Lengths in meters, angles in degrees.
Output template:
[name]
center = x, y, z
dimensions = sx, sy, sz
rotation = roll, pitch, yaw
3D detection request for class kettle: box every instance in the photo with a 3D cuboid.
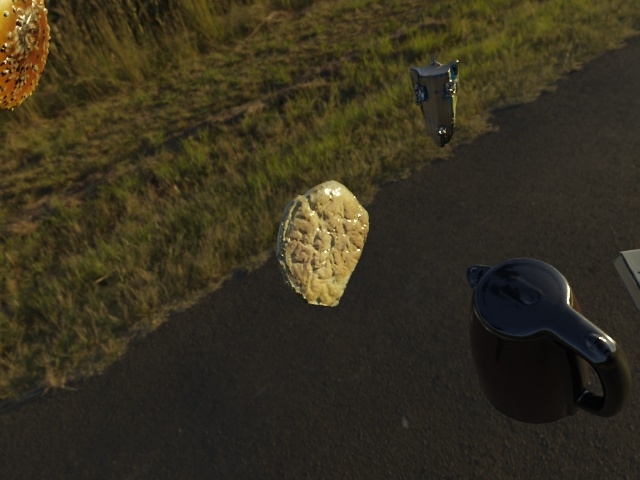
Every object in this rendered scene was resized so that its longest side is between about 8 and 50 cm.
[kettle]
center = 0.263, 0.134, 0.636
dimensions = 0.144, 0.232, 0.202
rotation = -40, 49, -5

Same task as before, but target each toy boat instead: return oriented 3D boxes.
[toy boat]
center = 0.218, -0.244, 0.984
dimensions = 0.084, 0.210, 0.066
rotation = -5, 56, 15

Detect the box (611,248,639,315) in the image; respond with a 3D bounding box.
[box]
center = 0.497, 0.057, 0.700
dimensions = 0.178, 0.036, 0.115
rotation = -7, 55, -3

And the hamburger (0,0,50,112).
[hamburger]
center = -0.281, -0.174, 0.447
dimensions = 0.082, 0.141, 0.126
rotation = 13, 62, -2

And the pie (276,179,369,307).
[pie]
center = 0.002, 0.000, 0.897
dimensions = 0.052, 0.185, 0.218
rotation = 11, 72, 44
